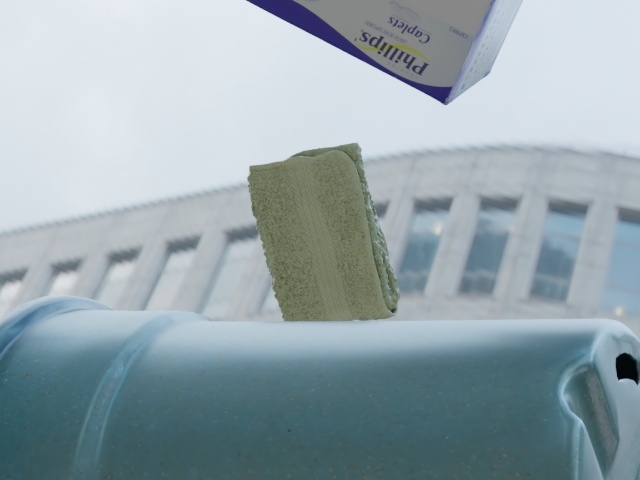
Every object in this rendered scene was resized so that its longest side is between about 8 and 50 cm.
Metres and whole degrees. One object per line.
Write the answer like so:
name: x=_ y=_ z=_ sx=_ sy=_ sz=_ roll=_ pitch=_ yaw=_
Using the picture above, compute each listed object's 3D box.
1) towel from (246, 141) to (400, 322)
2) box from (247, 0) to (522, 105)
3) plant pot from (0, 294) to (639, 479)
towel: x=0.000 y=0.000 z=1.469 sx=0.110 sy=0.027 sz=0.148 roll=-14 pitch=-88 yaw=25
box: x=0.042 y=-0.142 z=1.001 sx=0.126 sy=0.137 sz=0.072 roll=28 pitch=-72 yaw=7
plant pot: x=0.014 y=0.181 z=0.981 sx=0.334 sy=0.341 sz=0.341 roll=-7 pitch=-53 yaw=21
